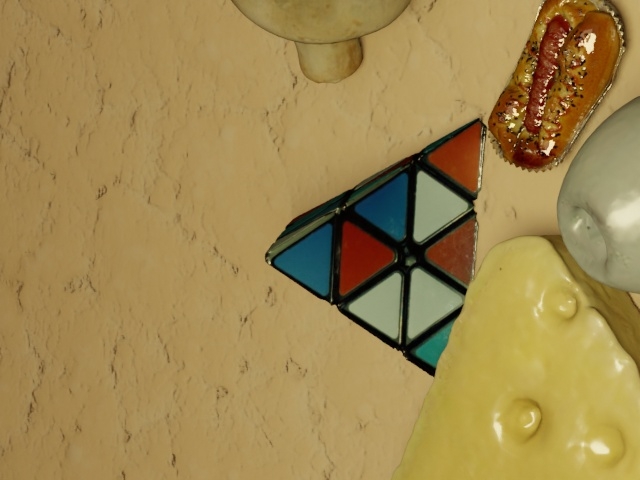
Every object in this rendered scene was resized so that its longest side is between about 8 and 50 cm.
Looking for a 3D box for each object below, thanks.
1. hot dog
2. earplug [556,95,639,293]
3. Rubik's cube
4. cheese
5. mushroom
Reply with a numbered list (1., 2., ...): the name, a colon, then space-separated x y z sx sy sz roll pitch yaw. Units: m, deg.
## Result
1. hot dog: 0.228 -0.155 1.717 0.108 0.059 0.191 41 120 34
2. earplug: 0.350 -0.084 1.545 0.325 0.175 0.214 -45 61 20
3. Rubik's cube: 0.000 0.000 1.804 0.250 0.234 0.284 17 105 38
4. cheese: 0.252 0.218 1.683 0.384 0.104 0.384 -1 89 39
5. mushroom: 0.012 -0.277 1.825 0.206 0.209 0.206 -16 57 26
